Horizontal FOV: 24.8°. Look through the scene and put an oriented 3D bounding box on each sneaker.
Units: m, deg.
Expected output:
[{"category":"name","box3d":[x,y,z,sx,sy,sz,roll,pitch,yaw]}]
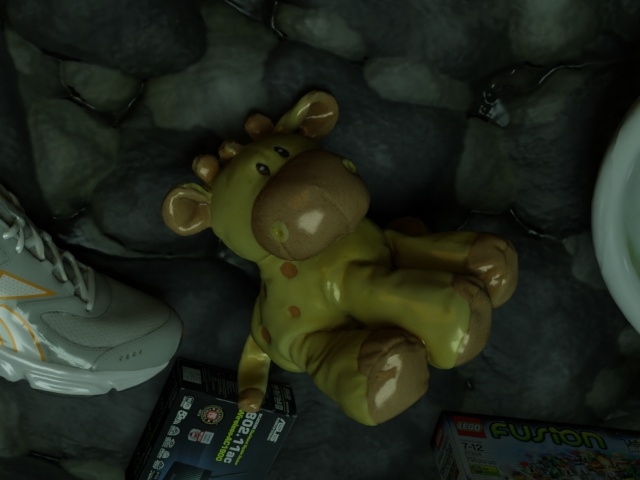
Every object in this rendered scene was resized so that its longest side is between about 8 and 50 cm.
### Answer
[{"category":"sneaker","box3d":[-0.205,0.017,0.941,0.262,0.099,0.121,15,115,-20]}]

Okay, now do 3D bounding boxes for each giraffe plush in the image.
[{"category":"giraffe plush","box3d":[0.000,0.000,0.946,0.210,0.181,0.170,-7,120,37]}]

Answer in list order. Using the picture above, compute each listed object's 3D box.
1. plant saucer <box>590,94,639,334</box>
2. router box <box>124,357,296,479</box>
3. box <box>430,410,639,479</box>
[{"category":"plant saucer","box3d":[0.384,-0.032,0.962,0.400,0.100,0.400,9,137,9]},{"category":"router box","box3d":[-0.083,0.153,1.084,0.092,0.038,0.122,15,119,-20]},{"category":"box","box3d":[0.195,0.189,1.111,0.207,0.114,0.036,7,121,-15]}]
